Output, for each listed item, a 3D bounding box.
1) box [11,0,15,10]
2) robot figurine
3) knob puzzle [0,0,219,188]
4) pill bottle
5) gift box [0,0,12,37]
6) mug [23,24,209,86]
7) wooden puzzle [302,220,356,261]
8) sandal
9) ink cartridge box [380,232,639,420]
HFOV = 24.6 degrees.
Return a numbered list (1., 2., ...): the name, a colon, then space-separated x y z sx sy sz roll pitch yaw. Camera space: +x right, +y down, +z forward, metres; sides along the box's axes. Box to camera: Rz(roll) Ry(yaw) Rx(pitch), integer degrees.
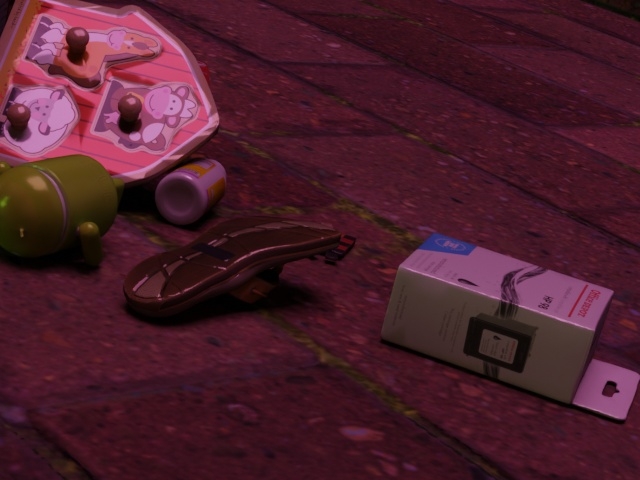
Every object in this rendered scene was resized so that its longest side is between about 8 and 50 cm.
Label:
1. box: -0.470 -0.372 1.554 0.073 0.296 0.293 -44 46 -19
2. robot figurine: -0.192 -0.025 1.049 0.101 0.067 0.115 34 25 20
3. knob puzzle: -0.176 -0.121 1.190 0.213 0.030 0.213 4 60 -6
4. pill bottle: -0.103 -0.043 1.198 0.043 0.043 0.083 17 19 9
5. gift box: -0.391 -0.233 1.206 0.258 0.276 0.255 10 14 -6
6. mug: -0.196 -0.140 1.316 0.169 0.113 0.150 11 21 -19
7. wooden puzzle: 0.000 0.000 1.203 0.049 0.006 0.083 17 19 11
8. sandal: -0.063 0.024 1.041 0.072 0.049 0.180 22 35 40
9. ink cartridge box: 0.146 0.059 1.052 0.180 0.060 0.104 18 19 14
